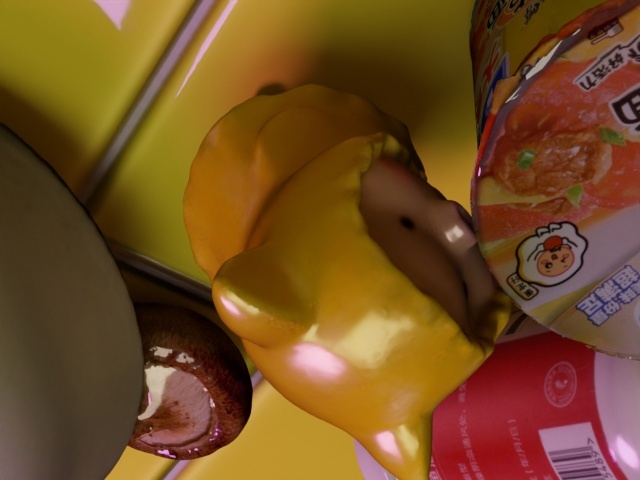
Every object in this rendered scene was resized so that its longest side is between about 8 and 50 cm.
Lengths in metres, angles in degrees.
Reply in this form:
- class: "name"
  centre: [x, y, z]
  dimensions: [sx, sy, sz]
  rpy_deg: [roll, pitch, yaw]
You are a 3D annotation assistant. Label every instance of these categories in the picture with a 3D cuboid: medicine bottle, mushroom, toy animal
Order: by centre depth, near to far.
- class: "toy animal"
  centre: [0.004, 0.003, 0.629]
  dimensions: [0.156, 0.230, 0.156]
  rpy_deg: [-4, 119, -8]
- class: "medicine bottle"
  centre: [0.133, 0.102, 0.730]
  dimensions: [0.131, 0.131, 0.250]
  rpy_deg: [34, 151, -23]
- class: "mushroom"
  centre: [-0.102, 0.095, 0.816]
  dimensions: [0.127, 0.087, 0.127]
  rpy_deg: [6, 136, 6]

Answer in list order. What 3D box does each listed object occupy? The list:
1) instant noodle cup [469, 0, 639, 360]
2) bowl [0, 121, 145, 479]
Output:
- class: "instant noodle cup"
  centre: [0.161, -0.069, 0.590]
  dimensions: [0.205, 0.153, 0.205]
  rpy_deg: [-1, 129, -2]
- class: "bowl"
  centre: [-0.296, 0.086, 0.705]
  dimensions: [0.353, 0.185, 0.354]
  rpy_deg: [7, 121, 13]
